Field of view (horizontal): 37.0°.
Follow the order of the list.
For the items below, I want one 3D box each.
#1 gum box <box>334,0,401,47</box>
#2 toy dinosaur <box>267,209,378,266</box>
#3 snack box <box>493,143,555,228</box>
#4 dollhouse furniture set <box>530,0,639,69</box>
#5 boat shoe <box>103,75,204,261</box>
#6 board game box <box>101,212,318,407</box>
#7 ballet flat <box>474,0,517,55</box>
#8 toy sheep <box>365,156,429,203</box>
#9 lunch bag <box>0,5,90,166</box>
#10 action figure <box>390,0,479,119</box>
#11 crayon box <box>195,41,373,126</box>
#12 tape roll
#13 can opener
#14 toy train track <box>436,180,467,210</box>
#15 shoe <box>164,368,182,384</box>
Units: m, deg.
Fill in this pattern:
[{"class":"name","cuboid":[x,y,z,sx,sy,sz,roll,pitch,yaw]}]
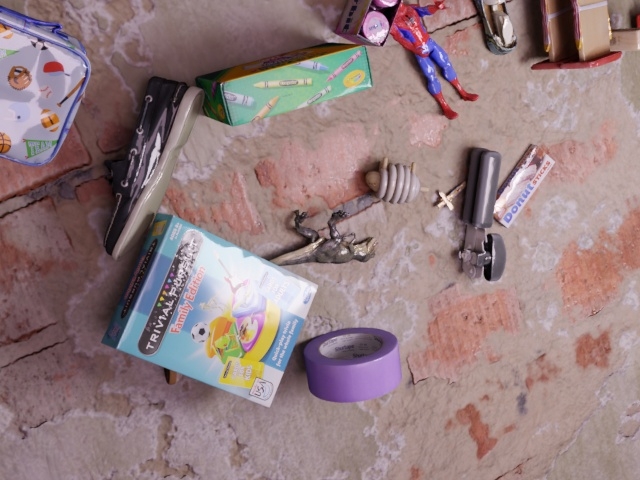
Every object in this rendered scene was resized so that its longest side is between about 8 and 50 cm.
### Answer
[{"class":"gum box","cuboid":[0.106,-0.462,1.789,0.062,0.107,0.188,20,94,-25]},{"class":"toy dinosaur","cuboid":[0.000,0.000,1.886,0.268,0.064,0.118,-6,112,-18]},{"class":"snack box","cuboid":[0.429,-0.117,2.055,0.064,0.022,0.178,37,87,-25]},{"class":"dollhouse furniture set","cuboid":[0.602,-0.486,1.993,0.374,0.152,0.201,-21,110,-35]},{"class":"boat shoe","cuboid":[-0.324,-0.133,1.692,0.113,0.127,0.340,26,101,3]},{"class":"board game box","cuboid":[-0.194,0.133,1.759,0.336,0.079,0.253,27,79,-32]},{"class":"ballet flat","cuboid":[0.354,-0.463,1.917,0.070,0.070,0.188,-29,112,-14]},{"class":"toy sheep","cuboid":[0.154,-0.115,1.907,0.132,0.091,0.091,8,100,-5]},{"class":"lunch bag","cuboid":[-0.529,-0.268,1.550,0.304,0.115,0.243,19,106,-26]},{"class":"action figure","cuboid":[0.224,-0.364,1.851,0.091,0.139,0.280,-43,112,-9]},{"class":"crayon box","cuboid":[-0.067,-0.286,1.728,0.279,0.165,0.081,-18,109,-18]},{"class":"tape roll","cuboid":[0.064,0.244,1.899,0.189,0.189,0.080,-13,108,-19]},{"class":"can opener","cuboid":[0.343,-0.053,2.006,0.093,0.074,0.280,-5,105,-26]},{"class":"toy train track","cuboid":[0.273,-0.095,2.001,0.083,0.014,0.048,-40,107,-16]},{"class":"shoe","cuboid":[-0.256,0.168,1.809,0.058,0.076,0.218,6,98,-19]}]
